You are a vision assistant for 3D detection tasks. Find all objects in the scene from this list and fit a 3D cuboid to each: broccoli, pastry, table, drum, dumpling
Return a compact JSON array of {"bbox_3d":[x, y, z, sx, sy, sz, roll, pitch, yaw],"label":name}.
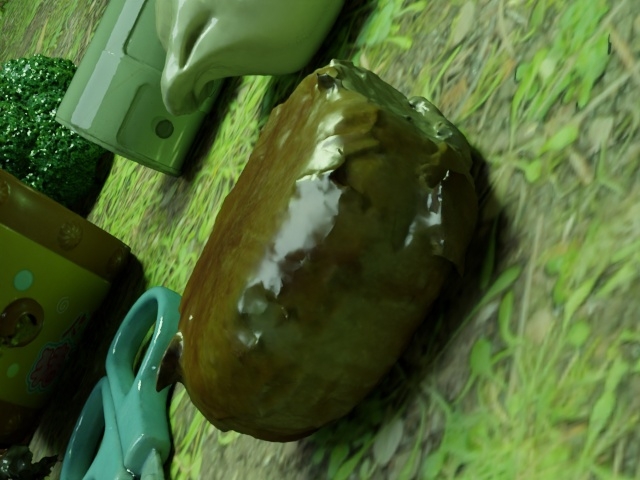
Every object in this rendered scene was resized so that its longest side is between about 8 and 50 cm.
[{"bbox_3d":[-0.375,-0.079,1.605,0.294,0.265,0.245,-46,-8,28],"label":"broccoli"},{"bbox_3d":[0.000,0.000,0.729,0.229,0.100,0.219,-30,36,65],"label":"pastry"},{"bbox_3d":[-0.137,-0.180,1.223,0.220,0.126,0.126,-64,21,2],"label":"table"},{"bbox_3d":[-0.399,-0.006,1.232,0.214,0.431,0.431,-59,20,-5],"label":"drum"},{"bbox_3d":[-0.039,-0.198,1.027,0.252,0.131,0.179,-55,-3,1],"label":"dumpling"}]

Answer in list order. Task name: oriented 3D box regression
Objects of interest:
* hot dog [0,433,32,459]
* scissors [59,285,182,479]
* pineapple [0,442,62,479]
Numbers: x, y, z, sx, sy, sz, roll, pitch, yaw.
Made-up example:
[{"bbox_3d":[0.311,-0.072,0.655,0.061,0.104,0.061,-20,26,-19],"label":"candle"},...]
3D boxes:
[{"bbox_3d":[-0.312,0.188,1.370,0.083,0.035,0.058,-60,21,0],"label":"hot dog"},{"bbox_3d":[-0.122,0.178,0.927,0.193,0.029,0.447,-62,21,11],"label":"scissors"},{"bbox_3d":[-0.362,0.292,1.231,0.361,0.175,0.175,-41,30,31],"label":"pineapple"}]
